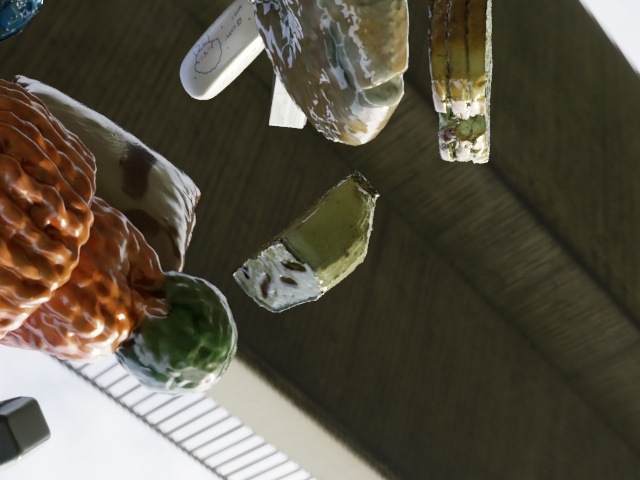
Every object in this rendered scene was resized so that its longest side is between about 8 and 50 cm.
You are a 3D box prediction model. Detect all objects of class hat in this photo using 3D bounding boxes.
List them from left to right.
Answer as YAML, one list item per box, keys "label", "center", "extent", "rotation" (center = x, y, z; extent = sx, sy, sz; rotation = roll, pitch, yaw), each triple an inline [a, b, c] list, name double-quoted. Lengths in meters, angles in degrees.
- label: "hat"
  center: [-0.274, 0.015, 1.107]
  extent: [0.400, 0.285, 0.285]
  rotation: [29, -135, -39]

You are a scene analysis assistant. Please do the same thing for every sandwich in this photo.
- label: "sandwich"
  center: [0.226, -0.277, 1.718]
  extent: [0.273, 0.095, 0.249]
  rotation: [72, -158, -61]

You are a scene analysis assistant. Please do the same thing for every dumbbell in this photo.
- label: "dumbbell"
  center: [-0.464, 0.141, 1.340]
  extent: [0.160, 0.144, 0.325]
  rotation: [-22, -87, -11]

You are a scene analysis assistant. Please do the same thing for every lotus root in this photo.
- label: "lotus root"
  center: [0.003, 0.003, 1.011]
  extent: [0.144, 0.143, 0.070]
  rotation: [-42, -86, -20]

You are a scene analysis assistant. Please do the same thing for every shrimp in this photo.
- label: "shrimp"
  center: [-0.038, -0.291, 0.891]
  extent: [0.110, 0.221, 0.445]
  rotation: [-21, -87, -20]

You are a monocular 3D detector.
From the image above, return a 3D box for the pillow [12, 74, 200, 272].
- label: "pillow"
  center: [-0.294, -0.070, 1.372]
  extent: [0.305, 0.108, 0.308]
  rotation: [34, -158, -17]

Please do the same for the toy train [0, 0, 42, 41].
- label: "toy train"
  center: [-0.409, -0.345, 1.163]
  extent: [0.188, 0.300, 0.265]
  rotation: [49, -145, 9]

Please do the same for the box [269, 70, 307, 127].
- label: "box"
  center: [-0.033, -0.235, 1.383]
  extent: [0.051, 0.130, 0.129]
  rotation: [5, -116, -6]

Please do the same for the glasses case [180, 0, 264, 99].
- label: "glasses case"
  center: [-0.130, -0.284, 1.556]
  extent: [0.049, 0.197, 0.076]
  rotation: [4, -129, -55]
